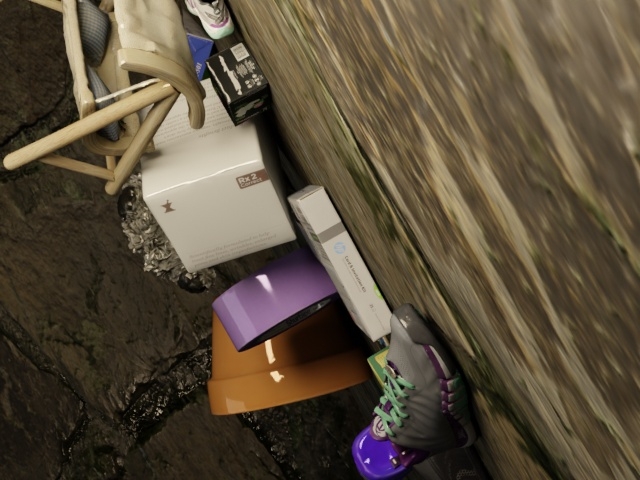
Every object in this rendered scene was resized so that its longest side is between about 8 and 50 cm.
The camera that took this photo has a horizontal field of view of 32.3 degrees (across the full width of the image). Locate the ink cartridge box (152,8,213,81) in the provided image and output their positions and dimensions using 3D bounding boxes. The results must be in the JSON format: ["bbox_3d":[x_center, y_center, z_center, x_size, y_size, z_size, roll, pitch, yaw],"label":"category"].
[{"bbox_3d":[-0.218,-0.286,1.662,0.097,0.046,0.207,-69,25,17],"label":"ink cartridge box"}]

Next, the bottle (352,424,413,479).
[{"bbox_3d":[0.114,0.360,1.872,0.092,0.118,0.283,59,174,15],"label":"bottle"}]

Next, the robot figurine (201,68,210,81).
[{"bbox_3d":[-0.181,-0.237,1.747,0.115,0.067,0.101,61,164,-9],"label":"robot figurine"}]

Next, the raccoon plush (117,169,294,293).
[{"bbox_3d":[-0.138,-0.117,1.801,0.216,0.299,0.446,47,-148,-15],"label":"raccoon plush"}]

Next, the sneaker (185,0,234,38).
[{"bbox_3d":[-0.126,-0.270,1.196,0.098,0.038,0.069,51,166,39],"label":"sneaker"}]

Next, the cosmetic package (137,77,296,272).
[{"bbox_3d":[-0.133,-0.088,1.400,0.151,0.151,0.183,66,-172,-47],"label":"cosmetic package"}]

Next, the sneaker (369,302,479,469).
[{"bbox_3d":[0.087,0.154,1.065,0.083,0.098,0.223,56,174,44],"label":"sneaker"}]

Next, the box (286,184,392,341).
[{"bbox_3d":[0.024,0.023,1.316,0.186,0.038,0.145,62,176,-6],"label":"box"}]

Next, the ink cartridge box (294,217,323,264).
[{"bbox_3d":[0.000,0.000,1.486,0.062,0.029,0.115,62,176,-17],"label":"ink cartridge box"}]

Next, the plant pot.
[{"bbox_3d":[-0.073,0.175,1.950,0.291,0.291,0.203,137,120,-85],"label":"plant pot"}]

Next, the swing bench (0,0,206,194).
[{"bbox_3d":[-0.243,-0.229,1.273,0.165,0.255,0.253,13,-124,-44],"label":"swing bench"}]

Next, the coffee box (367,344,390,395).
[{"bbox_3d":[0.124,0.235,1.495,0.113,0.040,0.184,57,174,41],"label":"coffee box"}]

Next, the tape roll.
[{"bbox_3d":[-0.057,0.083,1.610,0.080,0.189,0.189,60,175,8],"label":"tape roll"}]

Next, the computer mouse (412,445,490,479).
[{"bbox_3d":[0.143,0.260,1.264,0.272,0.072,0.188,61,176,-11],"label":"computer mouse"}]

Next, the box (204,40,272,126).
[{"bbox_3d":[-0.093,-0.179,1.268,0.062,0.052,0.083,60,174,12],"label":"box"}]

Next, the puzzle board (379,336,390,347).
[{"bbox_3d":[0.055,0.086,1.521,0.128,0.011,0.096,62,175,-12],"label":"puzzle board"}]
